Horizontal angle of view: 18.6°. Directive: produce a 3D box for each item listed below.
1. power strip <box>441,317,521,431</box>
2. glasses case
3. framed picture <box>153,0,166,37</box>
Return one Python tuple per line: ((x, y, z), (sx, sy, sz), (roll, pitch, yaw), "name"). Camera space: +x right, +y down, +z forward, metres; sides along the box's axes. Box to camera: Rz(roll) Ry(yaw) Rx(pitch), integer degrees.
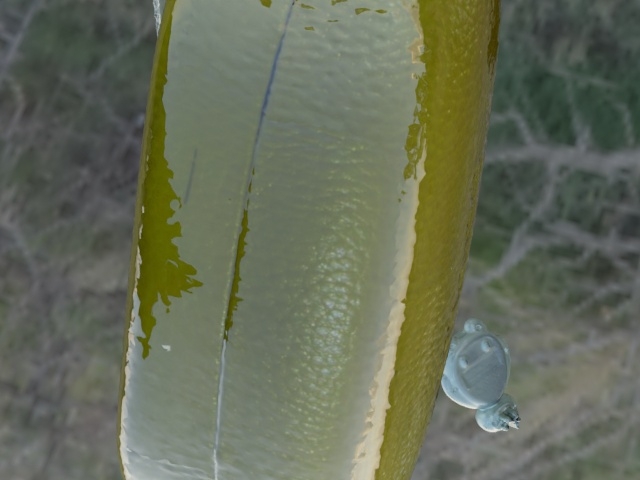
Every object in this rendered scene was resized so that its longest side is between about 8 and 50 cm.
((0.110, 0.093, 1.306), (0.035, 0.055, 0.083), (21, 141, 58), "power strip")
((0.000, 0.000, 0.904), (0.141, 0.173, 0.371), (18, 122, 15), "glasses case")
((-0.055, -0.214, 1.435), (0.019, 0.232, 0.296), (29, 150, 18), "framed picture")
